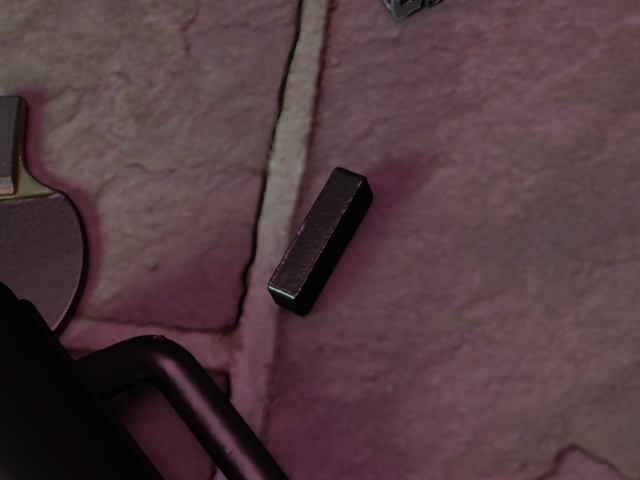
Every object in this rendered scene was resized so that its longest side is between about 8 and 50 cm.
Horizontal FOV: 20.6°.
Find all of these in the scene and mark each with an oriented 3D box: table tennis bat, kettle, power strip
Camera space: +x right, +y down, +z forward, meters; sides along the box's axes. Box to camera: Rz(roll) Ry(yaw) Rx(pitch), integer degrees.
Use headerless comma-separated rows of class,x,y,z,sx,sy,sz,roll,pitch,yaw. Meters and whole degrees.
table tennis bat,-0.240,-0.011,1.341,0.130,0.019,0.220,-5,67,8
kettle,-0.179,0.194,1.171,0.308,0.262,0.203,46,117,21
power strip,0.000,0.000,1.278,0.029,0.038,0.111,24,72,21

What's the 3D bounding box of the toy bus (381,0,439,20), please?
toy bus,0.102,-0.219,1.345,0.131,0.052,0.037,-30,67,-3
